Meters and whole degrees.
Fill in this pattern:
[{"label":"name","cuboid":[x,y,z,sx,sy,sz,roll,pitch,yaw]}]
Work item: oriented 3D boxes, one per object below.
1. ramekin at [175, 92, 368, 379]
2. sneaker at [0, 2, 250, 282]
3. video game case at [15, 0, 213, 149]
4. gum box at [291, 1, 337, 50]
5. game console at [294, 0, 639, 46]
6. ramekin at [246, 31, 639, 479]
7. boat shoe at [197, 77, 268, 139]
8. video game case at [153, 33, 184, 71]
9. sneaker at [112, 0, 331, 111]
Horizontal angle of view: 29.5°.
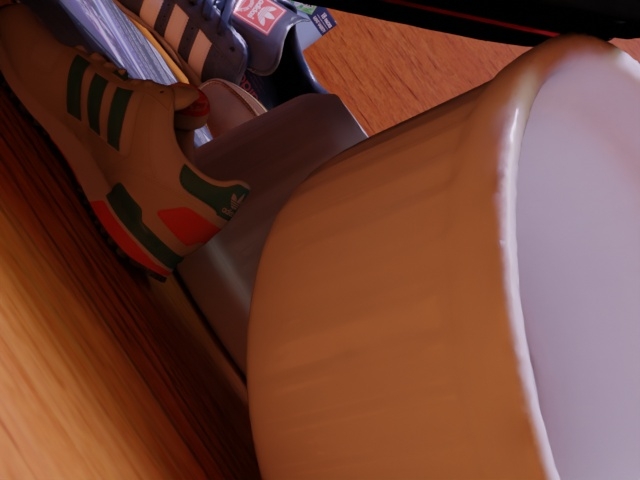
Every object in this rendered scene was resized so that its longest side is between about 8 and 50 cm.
[{"label":"ramekin","cuboid":[0.021,0.030,0.754,0.273,0.127,0.273,53,5,-6]},{"label":"sneaker","cuboid":[-0.095,-0.062,0.590,0.161,0.075,0.057,55,5,16]},{"label":"video game case","cuboid":[-0.164,-0.155,0.909,0.196,0.026,0.274,57,7,38]},{"label":"gum box","cuboid":[-0.089,-0.290,1.636,0.041,0.184,0.157,57,6,37]},{"label":"game console","cuboid":[-0.039,-0.159,0.591,0.387,0.060,0.342,11,7,-2]},{"label":"ramekin","cuboid":[0.092,0.064,0.525,0.277,0.135,0.277,27,54,-46]},{"label":"boat shoe","cuboid":[-0.063,-0.083,1.127,0.178,0.064,0.060,58,4,17]},{"label":"video game case","cuboid":[-0.158,-0.314,1.379,0.022,0.173,0.190,0,-40,45]},{"label":"sneaker","cuboid":[-0.100,-0.233,1.180,0.148,0.131,0.350,9,-32,47]}]
